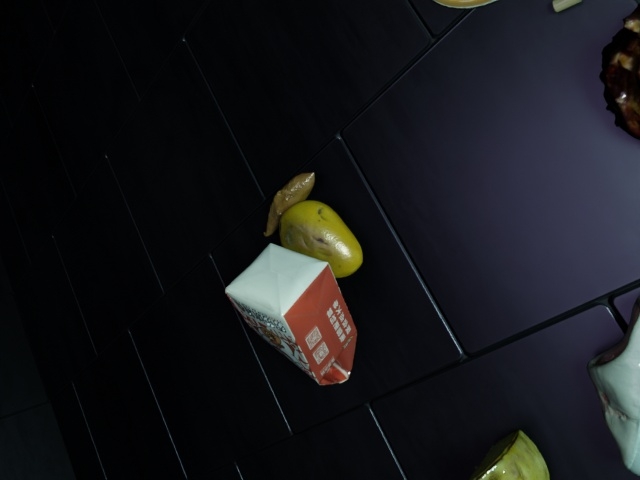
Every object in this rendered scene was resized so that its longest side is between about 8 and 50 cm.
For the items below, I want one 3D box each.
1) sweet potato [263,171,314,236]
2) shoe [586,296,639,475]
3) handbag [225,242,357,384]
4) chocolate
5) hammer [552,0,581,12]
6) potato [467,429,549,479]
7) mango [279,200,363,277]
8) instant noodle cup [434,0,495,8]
[{"bbox_3d":[-0.074,-0.081,1.064,0.206,0.068,0.060,-54,45,37],"label":"sweet potato"},{"bbox_3d":[0.423,0.194,0.685,0.100,0.103,0.250,7,95,37],"label":"shoe"},{"bbox_3d":[-0.041,0.163,0.993,0.171,0.151,0.298,17,144,38],"label":"handbag"},{"bbox_3d":[0.436,-0.209,0.575,0.224,0.177,0.206,15,105,38],"label":"chocolate"},{"bbox_3d":[0.340,-0.389,0.708,0.036,0.019,0.110,-16,102,39],"label":"hammer"},{"bbox_3d":[0.310,0.386,0.769,0.120,0.149,0.081,51,128,19],"label":"potato"},{"bbox_3d":[0.000,0.000,0.995,0.195,0.098,0.137,31,110,26],"label":"mango"},{"bbox_3d":[0.233,-0.509,0.750,0.274,0.091,0.273,5,98,37],"label":"instant noodle cup"}]
